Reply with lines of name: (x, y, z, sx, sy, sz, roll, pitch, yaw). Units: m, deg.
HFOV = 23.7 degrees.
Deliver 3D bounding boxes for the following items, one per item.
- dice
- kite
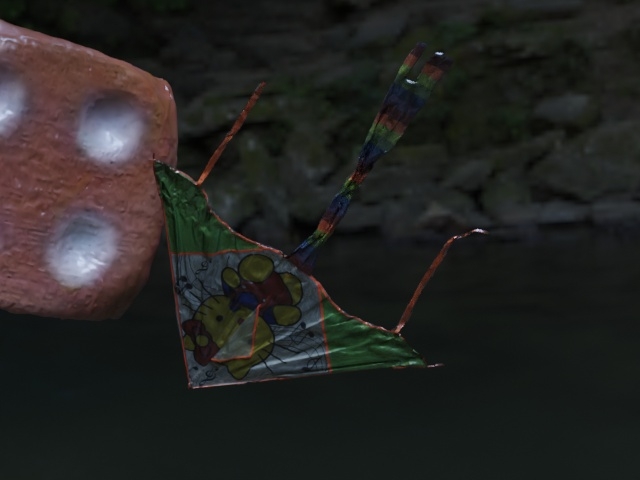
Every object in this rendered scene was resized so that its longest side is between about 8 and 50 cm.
dice: (-0.201, -0.050, 0.978, 0.179, 0.174, 0.175, 12, 1, -26)
kite: (0.000, 0.000, 0.809, 0.198, 0.244, 0.006, 33, 25, -11)
